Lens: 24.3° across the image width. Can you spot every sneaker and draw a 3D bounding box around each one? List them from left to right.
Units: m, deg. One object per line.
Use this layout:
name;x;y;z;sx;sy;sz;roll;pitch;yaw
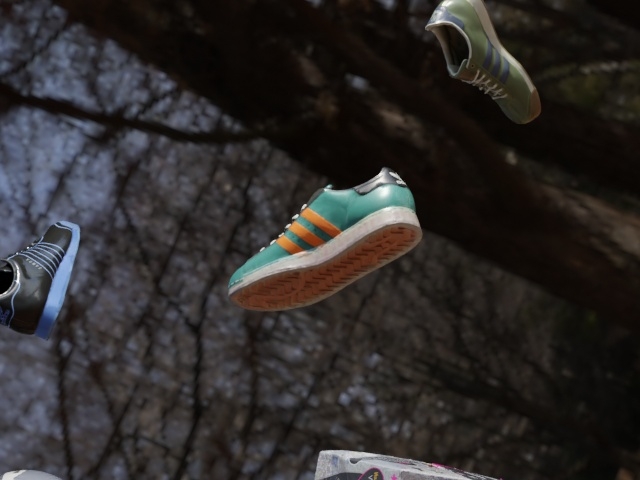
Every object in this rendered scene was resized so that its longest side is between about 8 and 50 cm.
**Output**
sneaker;-0.367;0.037;1.901;0.232;0.090;0.081;-92;26;-60
sneaker;0.000;0.000;2.090;0.108;0.302;0.121;42;-150;-49
sneaker;0.198;-0.218;1.875;0.086;0.192;0.064;-38;11;-32

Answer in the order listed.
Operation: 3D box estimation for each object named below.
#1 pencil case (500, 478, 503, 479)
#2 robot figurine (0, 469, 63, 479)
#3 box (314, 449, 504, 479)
pencil case;0.259;0.438;2.217;0.151;0.070;0.064;-56;0;-9
robot figurine;-0.360;0.419;1.852;0.174;0.209;0.278;-31;-53;-33
box;0.119;0.336;1.687;0.247;0.142;0.163;16;-98;-41
